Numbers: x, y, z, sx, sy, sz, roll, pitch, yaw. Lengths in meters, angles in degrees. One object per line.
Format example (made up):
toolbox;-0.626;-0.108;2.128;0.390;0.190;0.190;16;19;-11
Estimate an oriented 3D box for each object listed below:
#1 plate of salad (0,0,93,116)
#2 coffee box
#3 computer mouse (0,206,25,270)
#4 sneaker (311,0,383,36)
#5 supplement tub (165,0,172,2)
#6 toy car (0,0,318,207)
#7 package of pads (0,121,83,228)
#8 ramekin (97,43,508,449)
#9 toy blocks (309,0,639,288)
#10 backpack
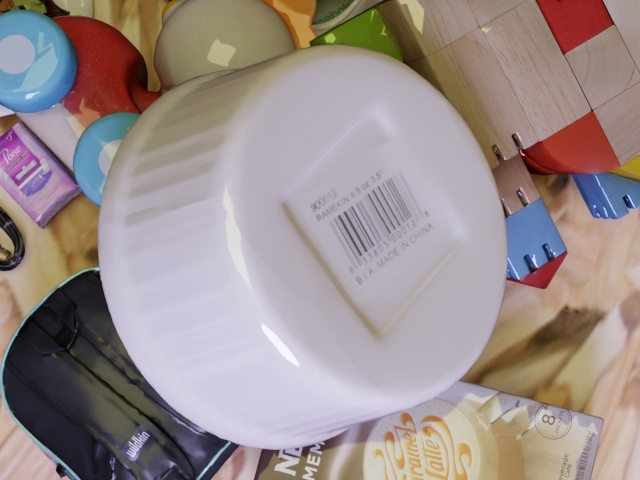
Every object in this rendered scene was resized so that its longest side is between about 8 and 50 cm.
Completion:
plate of salad;-0.290;-0.203;1.208;0.199;0.048;0.200;3;80;-18
coffee box;0.081;0.177;1.118;0.246;0.098;0.141;14;81;6
computer mouse;-0.363;-0.034;1.216;0.242;0.041;0.071;20;83;7
sneaker;0.048;-0.226;1.185;0.212;0.094;0.080;-45;79;-3
supplement tub;-0.104;-0.279;1.151;0.144;0.200;0.144;-1;82;5
toy car;-0.111;-0.135;1.122;0.238;0.219;0.210;-44;80;-4
package of pads;-0.246;-0.056;1.214;0.050;0.032;0.083;-42;81;-5
ramekin;0.000;0.000;0.981;0.277;0.135;0.277;10;74;-36
toy blocks;0.224;-0.134;1.115;0.381;0.191;0.261;-31;99;-11
backpack;-0.150;0.115;1.122;0.188;0.144;0.166;39;90;-1
